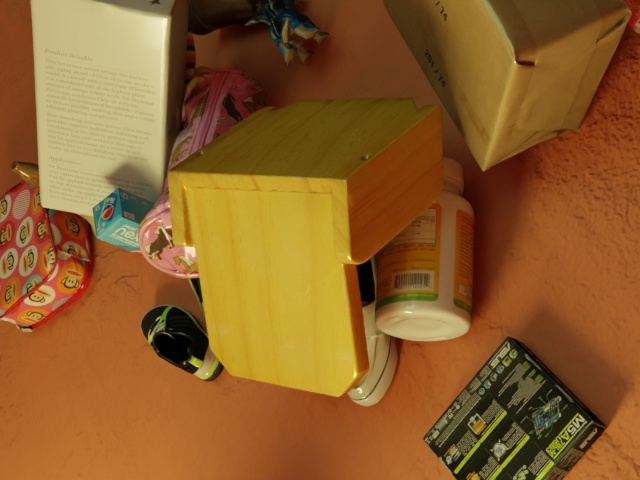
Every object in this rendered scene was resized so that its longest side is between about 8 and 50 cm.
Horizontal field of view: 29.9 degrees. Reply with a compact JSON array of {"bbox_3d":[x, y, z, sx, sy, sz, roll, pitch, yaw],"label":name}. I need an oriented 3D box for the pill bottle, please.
[{"bbox_3d":[0.151,0.009,1.710,0.136,0.136,0.246,-14,62,38],"label":"pill bottle"}]

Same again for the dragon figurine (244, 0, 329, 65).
[{"bbox_3d":[-0.073,-0.379,2.056,0.144,0.289,0.085,43,108,6],"label":"dragon figurine"}]

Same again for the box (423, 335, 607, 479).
[{"bbox_3d":[0.250,0.253,1.572,0.191,0.045,0.184,-53,47,10],"label":"box"}]

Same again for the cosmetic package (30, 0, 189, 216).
[{"bbox_3d":[-0.358,-0.253,2.056,0.161,0.230,0.453,-77,-2,-48],"label":"cosmetic package"}]

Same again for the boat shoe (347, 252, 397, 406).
[{"bbox_3d":[0.060,0.114,1.783,0.095,0.084,0.258,-15,61,37],"label":"boat shoe"}]

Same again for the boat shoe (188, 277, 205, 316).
[{"bbox_3d":[-0.193,0.091,2.055,0.056,0.048,0.153,-43,47,20],"label":"boat shoe"}]

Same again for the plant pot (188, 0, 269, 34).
[{"bbox_3d":[-0.168,-0.473,2.226,0.165,0.167,0.167,1,72,36],"label":"plant pot"}]

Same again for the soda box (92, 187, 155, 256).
[{"bbox_3d":[-0.290,-0.015,2.078,0.071,0.210,0.067,-35,51,27],"label":"soda box"}]

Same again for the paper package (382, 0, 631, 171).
[{"bbox_3d":[0.230,-0.313,1.600,0.168,0.309,0.325,-25,68,-11],"label":"paper package"}]

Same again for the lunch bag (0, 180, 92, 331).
[{"bbox_3d":[-0.582,0.025,2.396,0.258,0.120,0.293,-35,51,27],"label":"lunch bag"}]

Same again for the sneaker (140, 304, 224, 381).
[{"bbox_3d":[-0.250,0.161,2.040,0.234,0.097,0.084,26,89,46],"label":"sneaker"}]

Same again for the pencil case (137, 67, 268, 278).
[{"bbox_3d":[-0.190,-0.120,2.001,0.167,0.160,0.386,-33,31,36],"label":"pencil case"}]

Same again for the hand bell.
[{"bbox_3d":[-0.482,-0.096,2.272,0.126,0.242,0.126,-19,59,35],"label":"hand bell"}]

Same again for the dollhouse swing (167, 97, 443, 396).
[{"bbox_3d":[0.000,0.000,1.709,0.347,0.305,0.315,4,32,43],"label":"dollhouse swing"}]

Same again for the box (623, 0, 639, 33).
[{"bbox_3d":[0.436,-0.421,1.566,0.257,0.128,0.123,-51,44,14],"label":"box"}]

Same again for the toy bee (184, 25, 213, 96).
[{"bbox_3d":[-0.283,-0.271,2.249,0.195,0.298,0.162,-22,73,-12],"label":"toy bee"}]
